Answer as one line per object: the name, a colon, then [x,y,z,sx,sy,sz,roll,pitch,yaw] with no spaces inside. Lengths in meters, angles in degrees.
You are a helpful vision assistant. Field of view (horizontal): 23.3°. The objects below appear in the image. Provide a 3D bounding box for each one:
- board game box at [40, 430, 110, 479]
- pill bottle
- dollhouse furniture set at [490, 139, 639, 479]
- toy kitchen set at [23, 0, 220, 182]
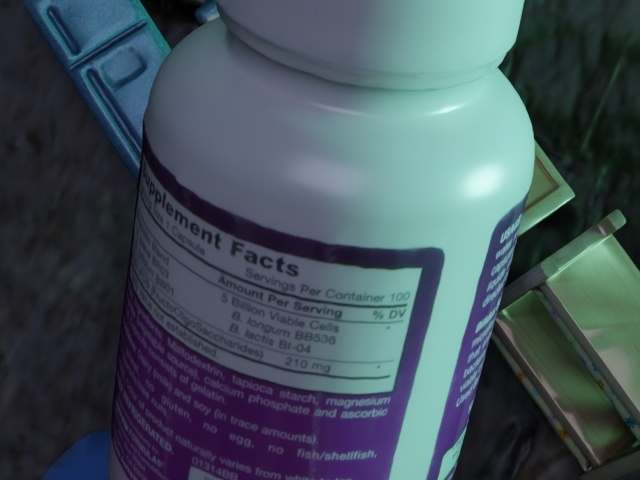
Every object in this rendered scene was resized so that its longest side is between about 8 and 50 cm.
board game box: [-0.067,0.156,0.788,0.169,0.033,0.133,-2,42,3]
pill bottle: [0.000,0.000,0.693,0.169,0.169,0.301,12,121,2]
dollhouse furniture set: [0.157,0.006,0.813,0.161,0.101,0.182,-32,84,-27]
toy kitchen set: [-0.040,-0.137,0.774,0.207,0.166,0.122,-33,85,-3]
